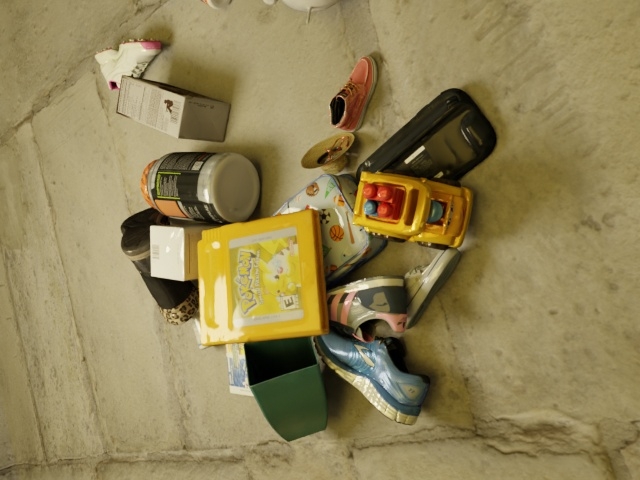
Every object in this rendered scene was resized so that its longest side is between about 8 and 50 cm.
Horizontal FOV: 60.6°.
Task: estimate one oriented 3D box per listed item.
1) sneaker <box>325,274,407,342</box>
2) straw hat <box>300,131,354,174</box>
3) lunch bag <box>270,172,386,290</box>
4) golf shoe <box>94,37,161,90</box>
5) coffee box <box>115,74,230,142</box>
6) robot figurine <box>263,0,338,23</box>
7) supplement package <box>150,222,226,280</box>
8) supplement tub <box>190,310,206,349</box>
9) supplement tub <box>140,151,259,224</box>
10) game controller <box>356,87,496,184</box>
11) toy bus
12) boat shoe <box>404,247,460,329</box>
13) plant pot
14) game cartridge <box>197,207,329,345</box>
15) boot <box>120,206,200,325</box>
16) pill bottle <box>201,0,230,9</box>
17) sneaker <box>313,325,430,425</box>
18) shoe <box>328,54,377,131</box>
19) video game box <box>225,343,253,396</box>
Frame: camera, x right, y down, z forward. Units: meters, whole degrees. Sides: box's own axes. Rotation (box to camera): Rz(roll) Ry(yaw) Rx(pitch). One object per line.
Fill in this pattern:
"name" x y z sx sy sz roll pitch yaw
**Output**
"sneaker" 0.060 0.174 1.241 0.319 0.112 0.131 -24 68 44
"straw hat" 0.030 -0.193 1.316 0.144 0.144 0.061 -5 132 37
"lunch bag" 0.000 0.000 1.333 0.303 0.115 0.243 -40 74 31
"golf shoe" -0.594 -0.556 1.733 0.306 0.115 0.140 3 107 43
"coffee box" -0.428 -0.379 1.578 0.297 0.168 0.119 25 109 33
"robot figurine" -0.041 -0.675 1.242 0.300 0.200 0.353 -29 77 36
"supplement package" -0.320 0.024 1.487 0.134 0.244 0.139 4 96 35
"supplement tub" -0.343 0.265 1.636 0.071 0.071 0.107 -27 79 35
"supplement tub" -0.340 -0.149 1.519 0.316 0.193 0.193 8 99 35
"game controller" 0.219 -0.176 1.194 0.319 0.067 0.166 -39 86 33
"toy bus" 0.171 -0.067 1.077 0.220 0.211 0.149 12 92 23
"boat shoe" 0.216 0.094 1.196 0.076 0.083 0.226 41 117 25
"plant pot" -0.071 0.363 1.345 0.166 0.165 0.234 -114 8 -61
"game cartridge" -0.143 0.091 1.274 0.324 0.053 0.285 -10 77 22
"boot" -0.471 0.062 1.640 0.284 0.138 0.377 68 173 -24
"pill bottle" -0.320 -0.708 1.517 0.152 0.086 0.086 38 115 27
"sneaker" 0.122 0.277 1.277 0.330 0.130 0.147 32 90 37
"shoe" 0.074 -0.340 1.262 0.063 0.081 0.178 26 109 32
"video game box" -0.186 0.336 1.542 0.187 0.048 0.205 -5 92 34
